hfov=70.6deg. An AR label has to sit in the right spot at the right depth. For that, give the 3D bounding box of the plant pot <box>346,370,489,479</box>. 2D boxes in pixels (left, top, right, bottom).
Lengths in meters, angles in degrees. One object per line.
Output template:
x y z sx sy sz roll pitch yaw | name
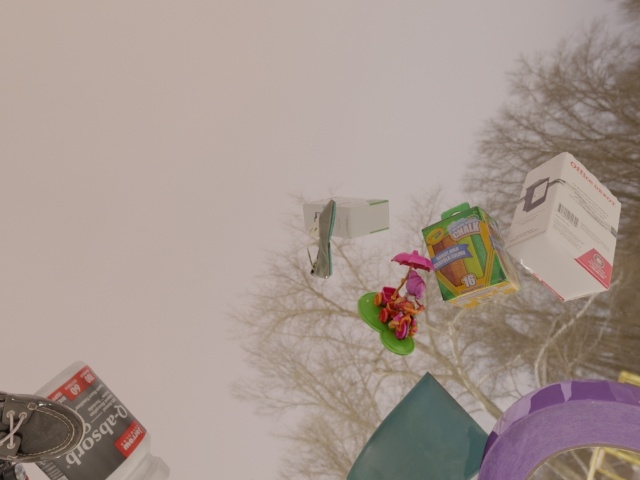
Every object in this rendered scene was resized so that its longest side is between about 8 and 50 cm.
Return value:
0.173 0.386 0.810 0.234 0.166 0.165 -43 -25 -4 | plant pot

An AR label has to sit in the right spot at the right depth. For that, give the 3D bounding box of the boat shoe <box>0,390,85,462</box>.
-0.576 0.301 0.750 0.095 0.334 0.112 115 170 -74 | boat shoe

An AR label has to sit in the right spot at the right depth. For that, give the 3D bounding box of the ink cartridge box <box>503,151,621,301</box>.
0.481 -0.031 0.889 0.172 0.100 0.237 39 -124 -9 | ink cartridge box

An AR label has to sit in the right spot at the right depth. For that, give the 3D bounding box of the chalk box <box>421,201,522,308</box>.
0.310 0.018 0.953 0.132 0.132 0.213 20 -130 -50 | chalk box

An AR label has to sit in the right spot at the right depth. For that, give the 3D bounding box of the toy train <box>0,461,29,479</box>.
-0.865 0.663 1.083 0.333 0.142 0.190 -22 -74 -13 | toy train

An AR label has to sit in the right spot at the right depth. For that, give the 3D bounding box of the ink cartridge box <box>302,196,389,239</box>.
0.072 -0.072 1.315 0.154 0.212 0.093 -15 -72 -37 | ink cartridge box

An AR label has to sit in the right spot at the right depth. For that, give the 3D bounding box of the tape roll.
0.314 0.299 0.488 0.090 0.274 0.275 3 -80 -65 | tape roll

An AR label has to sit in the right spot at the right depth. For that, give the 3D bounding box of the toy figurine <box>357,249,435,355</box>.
0.160 0.101 0.861 0.130 0.173 0.159 11 -57 -14 | toy figurine

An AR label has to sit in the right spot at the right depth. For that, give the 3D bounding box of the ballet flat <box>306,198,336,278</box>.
0.000 0.000 1.110 0.072 0.068 0.213 -80 -7 -64 | ballet flat

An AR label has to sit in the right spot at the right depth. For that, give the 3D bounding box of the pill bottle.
-0.546 0.489 1.084 0.363 0.210 0.210 51 -124 -7 | pill bottle
